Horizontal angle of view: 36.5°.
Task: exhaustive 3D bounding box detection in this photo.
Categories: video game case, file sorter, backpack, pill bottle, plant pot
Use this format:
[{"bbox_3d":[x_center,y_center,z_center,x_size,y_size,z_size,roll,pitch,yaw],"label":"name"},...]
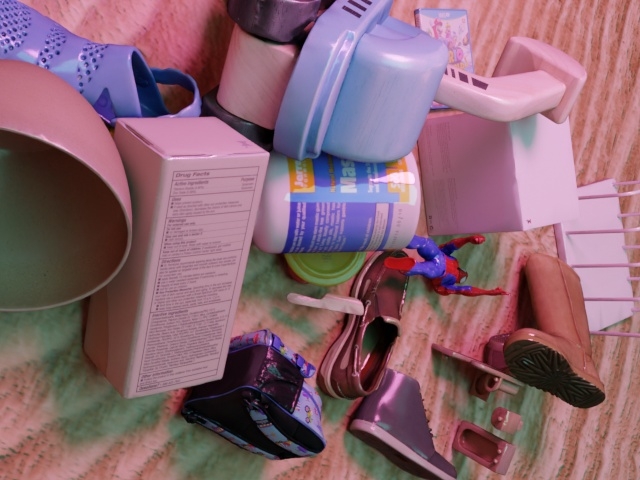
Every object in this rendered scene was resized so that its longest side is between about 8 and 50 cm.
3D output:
[{"bbox_3d":[0.214,-0.307,1.639,0.119,0.015,0.166,-10,94,-39],"label":"video game case"},{"bbox_3d":[0.575,0.028,1.818,0.192,0.173,0.278,-15,97,-39],"label":"file sorter"},{"bbox_3d":[-0.070,0.216,1.292,0.173,0.158,0.117,41,48,-28],"label":"backpack"},{"bbox_3d":[-0.015,-0.059,1.311,0.272,0.152,0.152,-1,88,-15],"label":"pill bottle"},{"bbox_3d":[-0.339,-0.083,1.045,0.284,0.284,0.191,32,37,-34],"label":"plant pot"}]

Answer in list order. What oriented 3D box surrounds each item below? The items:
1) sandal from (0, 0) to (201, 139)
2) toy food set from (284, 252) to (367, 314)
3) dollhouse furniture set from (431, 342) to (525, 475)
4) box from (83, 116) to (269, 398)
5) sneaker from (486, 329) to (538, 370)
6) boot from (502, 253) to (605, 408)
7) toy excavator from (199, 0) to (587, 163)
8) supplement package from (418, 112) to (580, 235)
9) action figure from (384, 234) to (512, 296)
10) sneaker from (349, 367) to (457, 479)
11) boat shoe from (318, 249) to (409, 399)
[{"bbox_3d":[-0.264,-0.197,1.153,0.317,0.138,0.126,29,49,-37],"label":"sandal"},{"bbox_3d":[0.000,0.000,1.425,0.128,0.071,0.218,3,82,-13],"label":"toy food set"},{"bbox_3d":[0.240,0.270,1.569,0.123,0.144,0.151,24,88,-31],"label":"dollhouse furniture set"},{"bbox_3d":[-0.176,0.018,1.154,0.148,0.121,0.311,-5,119,-39],"label":"box"},{"bbox_3d":[0.361,0.201,1.716,0.188,0.066,0.071,1,104,-34],"label":"sneaker"},{"bbox_3d":[0.379,0.129,1.648,0.236,0.089,0.270,38,36,-32],"label":"boot"},{"bbox_3d":[0.117,-0.213,1.290,0.445,0.222,0.433,25,33,5],"label":"toy excavator"},{"bbox_3d":[0.284,-0.114,1.567,0.149,0.203,0.194,-10,95,-39],"label":"supplement package"},{"bbox_3d":[0.207,0.031,1.501,0.280,0.139,0.092,27,61,-64],"label":"action figure"},{"bbox_3d":[0.153,0.293,1.517,0.222,0.083,0.118,40,64,-30],"label":"sneaker"},{"bbox_3d":[0.092,0.125,1.468,0.095,0.095,0.257,35,67,-33],"label":"boat shoe"}]
